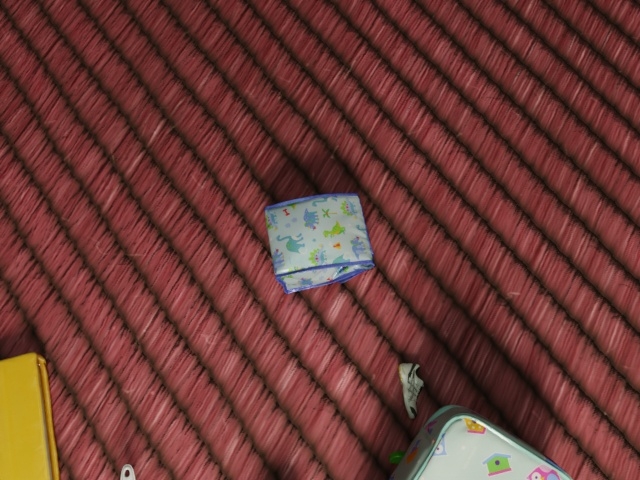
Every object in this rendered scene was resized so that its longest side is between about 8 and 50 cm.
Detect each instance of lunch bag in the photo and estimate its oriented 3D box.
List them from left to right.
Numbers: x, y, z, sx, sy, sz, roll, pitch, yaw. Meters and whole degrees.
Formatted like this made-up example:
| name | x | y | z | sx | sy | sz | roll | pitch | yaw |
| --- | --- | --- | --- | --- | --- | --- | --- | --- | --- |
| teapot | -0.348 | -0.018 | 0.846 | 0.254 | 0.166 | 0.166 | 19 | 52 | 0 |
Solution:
| name | x | y | z | sx | sy | sz | roll | pitch | yaw |
| --- | --- | --- | --- | --- | --- | --- | --- | --- | --- |
| lunch bag | 0.000 | 0.000 | 1.215 | 0.151 | 0.096 | 0.128 | -15 | 67 | 7 |
| lunch bag | 0.188 | 0.376 | 1.011 | 0.224 | 0.108 | 0.279 | 31 | 88 | -2 |

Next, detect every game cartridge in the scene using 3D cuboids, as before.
| name | x | y | z | sx | sy | sz | roll | pitch | yaw |
| --- | --- | --- | --- | --- | --- | --- | --- | --- | --- |
| game cartridge | -0.545 | 0.338 | 1.128 | 0.324 | 0.052 | 0.285 | -15 | 68 | -1 |

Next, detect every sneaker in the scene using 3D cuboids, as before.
| name | x | y | z | sx | sy | sz | roll | pitch | yaw |
| --- | --- | --- | --- | --- | --- | --- | --- | --- | --- |
| sneaker | 0.138 | 0.220 | 1.151 | 0.037 | 0.032 | 0.083 | -7 | 68 | 0 |

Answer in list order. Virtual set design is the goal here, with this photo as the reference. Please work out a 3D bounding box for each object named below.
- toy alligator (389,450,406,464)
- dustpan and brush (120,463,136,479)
| name | x | y | z | sx | sy | sz | roll | pitch | yaw |
| --- | --- | --- | --- | --- | --- | --- | --- | --- | --- |
| toy alligator | 0.192 | 0.320 | 1.101 | 0.190 | 0.056 | 0.051 | -2 | 109 | 0 |
| dustpan and brush | -0.257 | 0.418 | 1.071 | 0.147 | 0.060 | 0.211 | -7 | 67 | 0 |
